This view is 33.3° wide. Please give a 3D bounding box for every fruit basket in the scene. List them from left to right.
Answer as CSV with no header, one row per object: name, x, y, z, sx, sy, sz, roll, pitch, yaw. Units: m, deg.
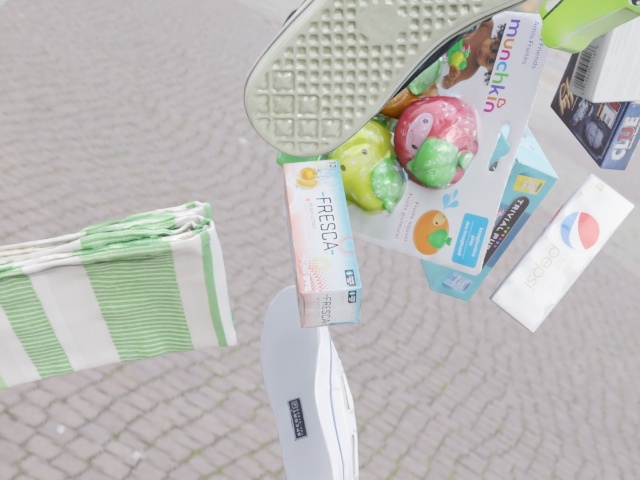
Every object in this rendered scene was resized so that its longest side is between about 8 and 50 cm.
fruit basket,0.106,-0.151,1.373,0.165,0.327,0.353,17,1,-40

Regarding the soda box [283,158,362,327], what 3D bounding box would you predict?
soda box,0.000,0.000,1.091,0.062,0.058,0.183,-5,49,-4

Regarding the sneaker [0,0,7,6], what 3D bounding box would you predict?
sneaker,-0.267,-0.274,1.002,0.091,0.094,0.258,25,56,-2

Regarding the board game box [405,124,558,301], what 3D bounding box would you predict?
board game box,0.235,-0.105,1.738,0.079,0.254,0.336,19,31,-23

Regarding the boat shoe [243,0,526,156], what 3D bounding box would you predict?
boat shoe,0.117,-0.287,1.136,0.187,0.500,0.156,44,19,-14

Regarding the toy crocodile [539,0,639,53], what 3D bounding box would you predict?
toy crocodile,0.300,-0.255,0.776,0.105,0.340,0.115,53,21,15

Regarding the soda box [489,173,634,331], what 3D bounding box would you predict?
soda box,0.321,0.017,1.434,0.074,0.216,0.069,38,2,5

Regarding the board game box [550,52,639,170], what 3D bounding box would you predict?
board game box,0.395,-0.238,1.407,0.042,0.243,0.165,3,36,-20

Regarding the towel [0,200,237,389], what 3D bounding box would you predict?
towel,-0.245,0.072,0.998,0.324,0.248,0.038,-13,59,-6

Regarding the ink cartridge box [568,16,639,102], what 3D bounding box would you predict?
ink cartridge box,0.369,-0.231,1.200,0.179,0.145,0.045,-8,32,-37

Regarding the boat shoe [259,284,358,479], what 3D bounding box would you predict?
boat shoe,-0.008,0.183,1.269,0.095,0.258,0.084,-13,-15,32
